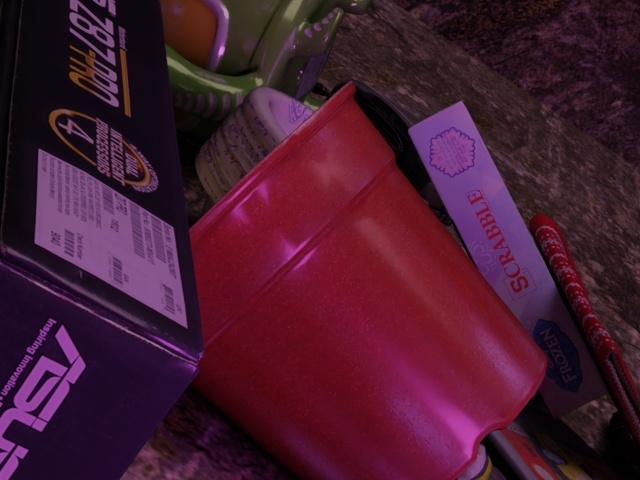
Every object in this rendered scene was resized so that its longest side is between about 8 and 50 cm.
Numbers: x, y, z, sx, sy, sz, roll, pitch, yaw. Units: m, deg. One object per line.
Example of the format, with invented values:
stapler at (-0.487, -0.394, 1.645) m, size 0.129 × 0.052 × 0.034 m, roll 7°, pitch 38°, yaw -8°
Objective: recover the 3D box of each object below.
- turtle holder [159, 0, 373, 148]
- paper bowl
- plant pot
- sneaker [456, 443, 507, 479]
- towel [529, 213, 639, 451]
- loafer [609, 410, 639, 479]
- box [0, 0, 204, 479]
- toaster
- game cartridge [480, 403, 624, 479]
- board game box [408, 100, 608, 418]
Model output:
turtle holder at (-0.105, -0.193, 1.775) m, size 0.227 × 0.243 × 0.320 m, roll 26°, pitch 56°, yaw 8°
paper bowl at (0.000, 0.000, 1.538) m, size 0.284 × 0.148 × 0.284 m, roll 39°, pitch 15°, yaw -12°
plant pot at (0.016, 0.065, 1.271) m, size 0.265 × 0.272 × 0.272 m, roll 46°, pitch 17°, yaw -2°
sneaker at (0.116, 0.240, 1.261) m, size 0.121 × 0.111 × 0.300 m, roll 44°, pitch 19°, yaw -1°
towel at (0.280, 0.106, 1.622) m, size 0.199 × 0.031 × 0.275 m, roll 61°, pitch 6°, yaw -28°
loafer at (0.374, 0.234, 1.891) m, size 0.223 × 0.076 × 0.078 m, roll -16°, pitch 92°, yaw -78°
box at (-0.183, 0.054, 0.743) m, size 0.097 × 0.318 × 0.395 m, roll 31°, pitch 17°, yaw -22°
toaster at (0.078, -0.101, 2.028) m, size 0.227 × 0.129 × 0.146 m, roll 47°, pitch 14°, yaw 31°
game cartridge at (0.217, 0.229, 1.524) m, size 0.196 × 0.060 × 0.294 m, roll 29°, pitch 12°, yaw -32°
board game box at (0.195, 0.022, 1.737) m, size 0.318 × 0.065 × 0.318 m, roll 64°, pitch 4°, yaw 4°
